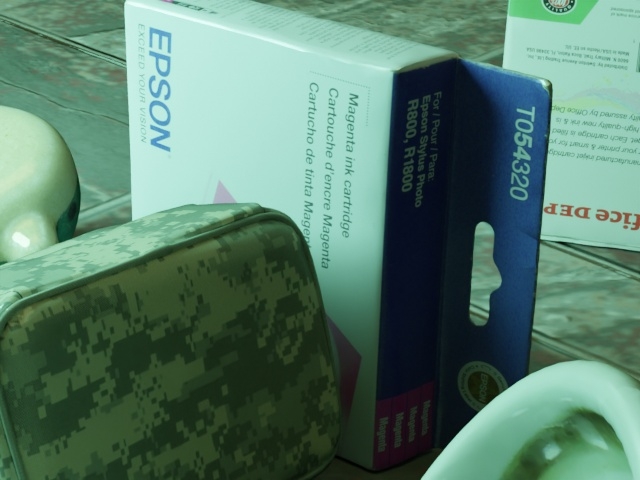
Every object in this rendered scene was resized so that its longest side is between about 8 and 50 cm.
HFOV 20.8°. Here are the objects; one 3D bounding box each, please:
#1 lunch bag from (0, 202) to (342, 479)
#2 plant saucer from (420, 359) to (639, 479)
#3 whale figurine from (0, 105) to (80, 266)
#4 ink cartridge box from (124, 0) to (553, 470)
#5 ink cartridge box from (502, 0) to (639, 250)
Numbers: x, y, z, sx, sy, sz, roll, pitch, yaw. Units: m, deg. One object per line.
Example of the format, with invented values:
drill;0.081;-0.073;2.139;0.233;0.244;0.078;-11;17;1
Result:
lunch bag;-0.170;0.099;1.202;0.256;0.213;0.305;1;17;43
plant saucer;0.079;0.252;0.752;0.100;0.400;0.400;24;24;-10
whale figurine;-0.315;0.008;1.501;0.216;0.141;0.272;12;52;20
ink cartridge box;0.000;0.000;1.283;0.330;0.324;0.071;19;31;32
ink cartridge box;0.277;-0.143;1.656;0.201;0.278;0.117;8;23;11
